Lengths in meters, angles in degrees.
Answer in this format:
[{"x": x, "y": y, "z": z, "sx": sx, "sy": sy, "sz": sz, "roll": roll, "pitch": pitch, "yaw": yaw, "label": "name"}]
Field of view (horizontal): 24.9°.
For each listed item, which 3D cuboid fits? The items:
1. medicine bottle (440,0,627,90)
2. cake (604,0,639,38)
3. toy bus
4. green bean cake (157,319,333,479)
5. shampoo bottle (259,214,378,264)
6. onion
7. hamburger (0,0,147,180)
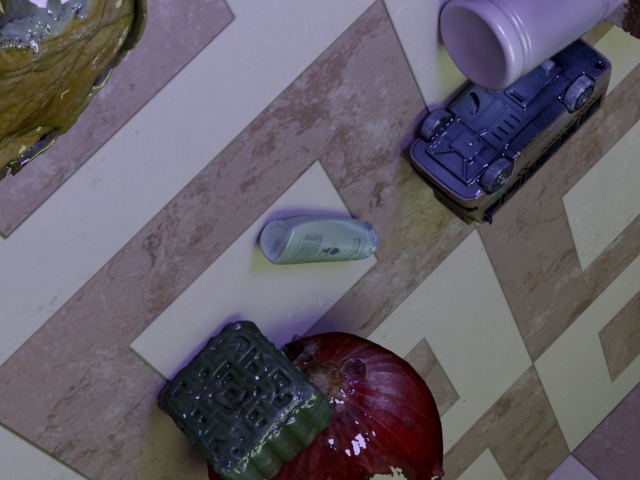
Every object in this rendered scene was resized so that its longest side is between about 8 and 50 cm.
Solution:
[{"x": 0.282, "y": -0.303, "z": 1.833, "sx": 0.249, "sy": 0.133, "sz": 0.133, "roll": -35, "pitch": 150, "yaw": -22, "label": "medicine bottle"}, {"x": 0.465, "y": -0.358, "z": 2.005, "sx": 0.134, "sy": 0.147, "sz": 0.135, "roll": -34, "pitch": 151, "yaw": -24, "label": "cake"}, {"x": 0.259, "y": -0.156, "z": 1.988, "sx": 0.289, "sy": 0.139, "sz": 0.157, "roll": -46, "pitch": 157, "yaw": -12, "label": "toy bus"}, {"x": -0.100, "y": 0.215, "z": 1.901, "sx": 0.173, "sy": 0.181, "sz": 0.094, "roll": -42, "pitch": 151, "yaw": -5, "label": "green bean cake"}, {"x": 0.000, "y": 0.000, "z": 1.908, "sx": 0.212, "sy": 0.049, "sz": 0.072, "roll": 0, "pitch": 122, "yaw": -55, "label": "shampoo bottle"}, {"x": 0.022, "y": 0.293, "z": 2.058, "sx": 0.341, "sy": 0.341, "sz": 0.341, "roll": -35, "pitch": 149, "yaw": -24, "label": "onion"}, {"x": -0.271, "y": -0.156, "z": 1.187, "sx": 0.265, "sy": 0.134, "sz": 0.285, "roll": -43, "pitch": 172, "yaw": 22, "label": "hamburger"}]
